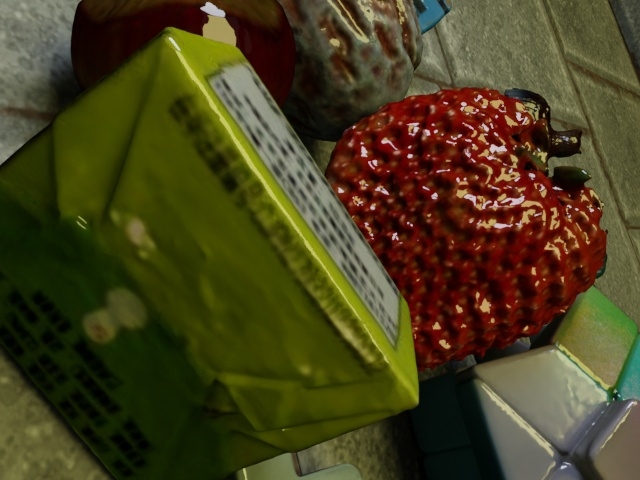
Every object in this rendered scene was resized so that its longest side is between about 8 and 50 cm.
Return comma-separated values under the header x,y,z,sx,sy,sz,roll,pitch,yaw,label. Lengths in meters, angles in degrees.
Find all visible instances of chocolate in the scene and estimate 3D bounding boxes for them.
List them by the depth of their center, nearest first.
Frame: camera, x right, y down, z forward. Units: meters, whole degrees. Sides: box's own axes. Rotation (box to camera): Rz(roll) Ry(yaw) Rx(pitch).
x,y,z,sx,sy,sz,roll,pitch,yaw,label
-0.107,0.030,0.546,0.301,0.288,0.137,56,28,-12,chocolate

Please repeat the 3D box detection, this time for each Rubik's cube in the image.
x,y,z,sx,sy,sz,roll,pitch,yaw,label
0.313,0.263,0.867,0.367,0.358,0.388,-11,75,-8,Rubik's cube

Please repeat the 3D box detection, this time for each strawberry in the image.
x,y,z,sx,sy,sz,roll,pitch,yaw,label
0.126,-0.002,0.797,0.351,0.267,0.312,-35,86,-9,strawberry

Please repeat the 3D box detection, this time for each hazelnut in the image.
x,y,z,sx,sy,sz,roll,pitch,yaw,label
-0.126,-0.164,0.694,0.229,0.229,0.230,25,53,-39,hazelnut

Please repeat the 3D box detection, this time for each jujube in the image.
x,y,z,sx,sy,sz,roll,pitch,yaw,label
-0.008,-0.269,0.859,0.215,0.246,0.308,-33,91,-10,jujube

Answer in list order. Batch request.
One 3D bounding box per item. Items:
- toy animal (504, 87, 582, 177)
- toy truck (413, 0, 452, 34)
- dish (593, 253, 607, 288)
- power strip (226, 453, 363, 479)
x,y,z,sx,sy,sz,roll,pitch,yaw,label
0.416,-0.189,1.339,0.116,0.179,0.219,-17,109,-73,toy animal
0.044,-0.479,1.084,0.385,0.161,0.162,53,49,-17,toy truck
0.507,0.008,1.415,0.224,0.078,0.246,33,48,-33,dish
-0.054,0.266,0.654,0.264,0.059,0.194,2,69,-48,power strip
